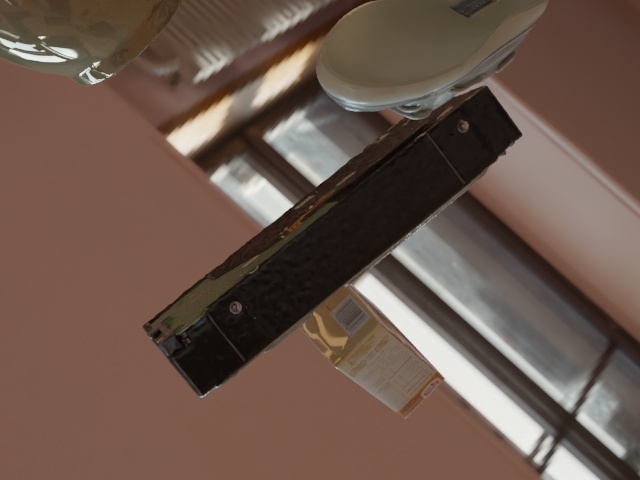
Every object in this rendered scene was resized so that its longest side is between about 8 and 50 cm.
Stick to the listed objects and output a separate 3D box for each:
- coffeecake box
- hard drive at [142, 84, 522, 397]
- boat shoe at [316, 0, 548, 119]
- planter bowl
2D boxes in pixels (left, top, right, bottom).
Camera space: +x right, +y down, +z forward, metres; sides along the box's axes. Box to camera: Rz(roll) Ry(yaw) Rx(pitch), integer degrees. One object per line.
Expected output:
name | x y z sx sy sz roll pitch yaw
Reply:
coffeecake box | 0.038 0.100 1.372 0.068 0.142 0.185 -45 144 2
hard drive | 0.000 0.000 1.102 0.339 0.064 0.237 -38 -173 -10
boat shoe | 0.077 -0.122 0.856 0.227 0.079 0.081 -32 151 -42
planter bowl | -0.156 -0.168 0.803 0.162 0.109 0.162 -33 -150 22
